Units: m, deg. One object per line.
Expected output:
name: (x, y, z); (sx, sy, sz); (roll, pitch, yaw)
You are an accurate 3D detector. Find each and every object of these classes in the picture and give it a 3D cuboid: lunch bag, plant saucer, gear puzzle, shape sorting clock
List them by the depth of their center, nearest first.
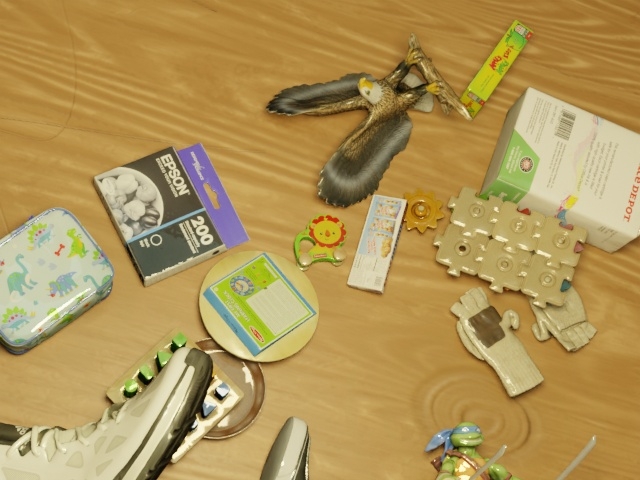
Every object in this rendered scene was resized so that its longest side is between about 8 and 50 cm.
lunch bag: (-0.459, 0.061, 1.882); (0.219, 0.090, 0.176); (-38, 84, -20)
plant saucer: (-0.175, 0.246, 1.914); (0.168, 0.029, 0.168); (4, 71, -11)
shape sorting clock: (-0.104, 0.111, 1.961); (0.206, 0.040, 0.206); (9, 57, -14)
gear puzzle: (0.293, 0.003, 2.066); (0.339, 0.044, 0.175); (20, 69, 7)

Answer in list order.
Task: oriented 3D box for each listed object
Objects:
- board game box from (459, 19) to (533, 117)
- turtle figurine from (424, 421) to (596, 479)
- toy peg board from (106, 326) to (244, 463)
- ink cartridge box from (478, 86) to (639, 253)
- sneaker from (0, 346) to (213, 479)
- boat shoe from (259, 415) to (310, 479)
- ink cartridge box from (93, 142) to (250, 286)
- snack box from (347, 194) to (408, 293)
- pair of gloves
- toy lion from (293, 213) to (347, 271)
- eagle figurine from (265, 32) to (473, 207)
board game box: (0.324, -0.319, 2.169); (0.043, 0.092, 0.181); (35, 69, 2)
turtle figurine: (0.273, 0.431, 1.839); (0.274, 0.198, 0.266); (1, 88, 31)
toy peg board: (-0.230, 0.241, 1.847); (0.160, 0.079, 0.161); (45, 71, 6)
ink cartridge box: (0.460, -0.126, 2.121); (0.278, 0.117, 0.201); (23, 69, -3)
sneaker: (-0.367, 0.305, 1.730); (0.257, 0.169, 0.447); (34, 93, 5)
boat shoe: (-0.047, 0.438, 1.835); (0.105, 0.113, 0.306); (17, 72, -13)
ink cartridge box: (-0.252, -0.054, 1.988); (0.208, 0.045, 0.206); (-24, 78, -19)
snack box: (0.102, 0.005, 2.042); (0.064, 0.022, 0.178); (10, 69, 18)
pair of gloves: (0.359, 0.145, 2.052); (0.240, 0.042, 0.204); (-33, 76, -25)
toy lion: (0.000, 0.000, 2.032); (0.100, 0.034, 0.096); (-9, 67, -14)
eagle figurine: (0.082, -0.232, 2.066); (0.298, 0.225, 0.226); (-35, 36, 9)
